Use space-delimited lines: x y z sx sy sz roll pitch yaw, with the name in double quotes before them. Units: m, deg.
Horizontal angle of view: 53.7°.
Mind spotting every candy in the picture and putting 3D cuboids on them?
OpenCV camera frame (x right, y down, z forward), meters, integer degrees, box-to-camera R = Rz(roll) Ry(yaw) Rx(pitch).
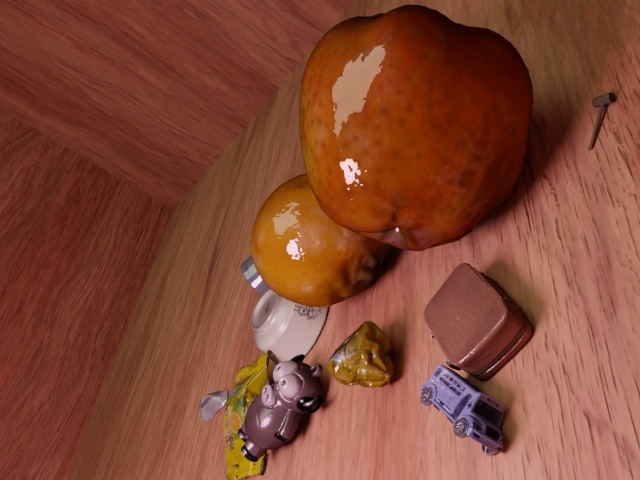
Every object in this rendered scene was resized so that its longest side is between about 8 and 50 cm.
"candy" -0.181 0.438 1.574 0.187 0.081 0.297 -35 42 46

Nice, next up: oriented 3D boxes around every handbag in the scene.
"handbag" 0.256 0.138 1.066 0.151 0.072 0.193 -53 25 12

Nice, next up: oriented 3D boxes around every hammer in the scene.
"hammer" 0.485 -0.206 1.106 0.035 0.019 0.110 -8 59 62

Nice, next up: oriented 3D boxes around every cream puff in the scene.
"cream puff" 0.089 0.237 1.249 0.146 0.116 0.146 -48 -6 -7

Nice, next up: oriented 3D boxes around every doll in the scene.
"doll" -0.087 0.370 1.419 0.257 0.117 0.182 -54 29 13

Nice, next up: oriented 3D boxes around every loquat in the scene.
"loquat" 0.000 0.000 1.463 0.328 0.328 0.328 -45 25 29

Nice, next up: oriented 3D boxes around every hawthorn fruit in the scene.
"hawthorn fruit" 0.175 -0.202 1.224 0.472 0.472 0.472 -45 25 29

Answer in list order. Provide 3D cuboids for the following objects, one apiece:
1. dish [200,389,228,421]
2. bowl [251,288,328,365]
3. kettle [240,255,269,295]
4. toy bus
"dish" -0.324 0.480 1.878 0.137 0.039 0.091 -40 28 41
"bowl" -0.096 0.203 1.651 0.238 0.126 0.238 -45 27 31
"kettle" -0.083 0.058 1.808 0.243 0.160 0.210 -45 42 14
"toy bus" 0.223 0.256 0.973 0.076 0.073 0.167 -56 21 -1
